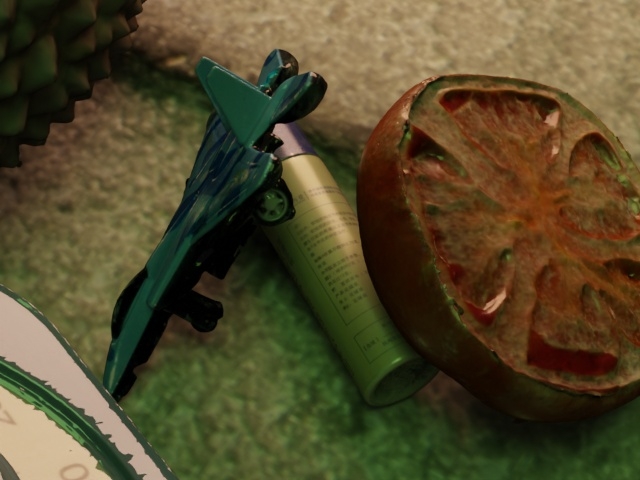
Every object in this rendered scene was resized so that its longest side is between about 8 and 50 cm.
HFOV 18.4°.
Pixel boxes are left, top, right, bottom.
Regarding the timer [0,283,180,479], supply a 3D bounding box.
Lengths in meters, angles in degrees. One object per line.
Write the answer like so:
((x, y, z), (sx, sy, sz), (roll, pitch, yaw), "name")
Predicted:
((-0.234, 0.185, 1.014), (0.395, 0.173, 0.395), (19, 38, -16), "timer")

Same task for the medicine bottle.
((0.000, 0.000, 1.286), (0.059, 0.059, 0.231), (-23, 61, -16), "medicine bottle")

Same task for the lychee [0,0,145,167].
((-0.271, -0.245, 1.246), (0.380, 0.380, 0.432), (-7, 77, -7), "lychee")

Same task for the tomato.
((0.115, 0.010, 1.235), (0.236, 0.095, 0.237), (20, 53, -28), "tomato")

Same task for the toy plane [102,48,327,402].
((-0.072, -0.004, 1.236), (0.078, 0.169, 0.246), (18, 98, -18), "toy plane")
